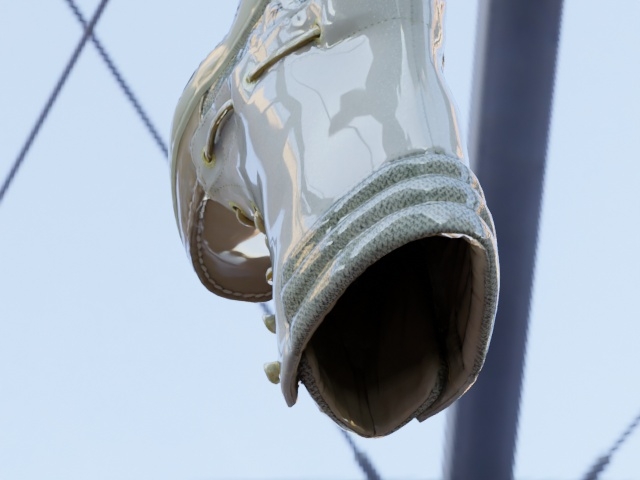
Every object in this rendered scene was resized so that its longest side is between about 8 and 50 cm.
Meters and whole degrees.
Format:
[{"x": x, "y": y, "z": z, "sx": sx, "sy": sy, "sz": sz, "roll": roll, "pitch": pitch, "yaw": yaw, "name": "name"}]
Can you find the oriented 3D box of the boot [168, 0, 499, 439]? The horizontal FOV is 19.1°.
[{"x": 0.000, "y": 0.000, "z": 0.664, "sx": 0.077, "sy": 0.165, "sz": 0.213, "roll": 4, "pitch": -37, "yaw": -18, "name": "boot"}]
